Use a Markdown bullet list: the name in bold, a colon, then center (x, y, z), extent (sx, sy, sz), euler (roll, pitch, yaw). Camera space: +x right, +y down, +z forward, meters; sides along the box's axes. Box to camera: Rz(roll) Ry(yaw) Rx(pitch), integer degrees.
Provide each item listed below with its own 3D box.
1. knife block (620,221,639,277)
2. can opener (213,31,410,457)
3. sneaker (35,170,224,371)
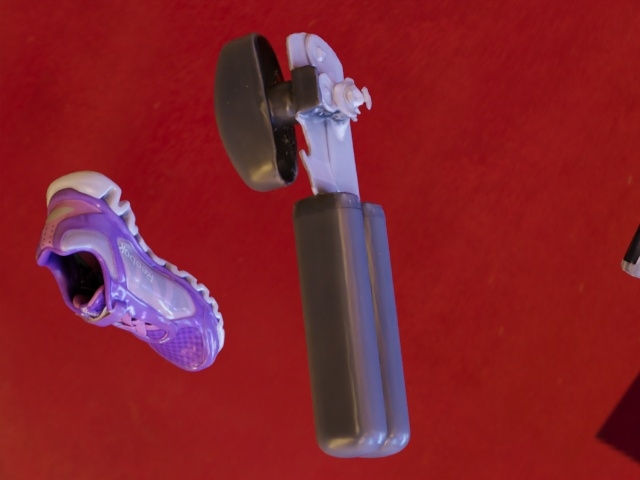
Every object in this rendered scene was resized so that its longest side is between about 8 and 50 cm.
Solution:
- **knife block**: center (0.232, -0.103, 0.660), extent (0.242, 0.088, 0.275), euler (-19, 82, 4)
- **can opener**: center (0.000, 0.000, 0.859), extent (0.093, 0.074, 0.280), euler (-17, 75, 25)
- **sneaker**: center (-0.187, 0.051, 1.279), extent (0.095, 0.104, 0.236), euler (-23, 119, 30)
